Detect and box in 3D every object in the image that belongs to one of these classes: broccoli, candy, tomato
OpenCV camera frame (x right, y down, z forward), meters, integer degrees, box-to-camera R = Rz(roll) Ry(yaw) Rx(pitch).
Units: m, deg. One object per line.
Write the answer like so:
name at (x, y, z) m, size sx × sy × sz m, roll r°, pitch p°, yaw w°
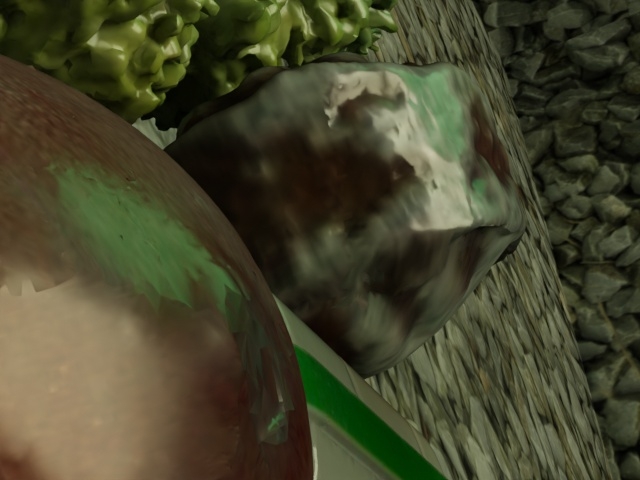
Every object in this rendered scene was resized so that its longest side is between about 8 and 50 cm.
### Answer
broccoli at (-0.089, -0.205, 0.899) m, size 0.348 × 0.281 × 0.293 m, roll -21°, pitch 95°, yaw -75°
candy at (0.000, 0.000, 0.932) m, size 0.289 × 0.214 × 0.157 m, roll 64°, pitch 5°, yaw -80°
tomato at (-0.119, 0.063, 0.510) m, size 0.270 × 0.227 × 0.270 m, roll -20°, pitch 90°, yaw -73°

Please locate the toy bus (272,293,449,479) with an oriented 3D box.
toy bus at (-0.053, 0.119, 0.781) m, size 0.305 × 0.179 × 0.143 m, roll 47°, pitch 26°, yaw -57°
